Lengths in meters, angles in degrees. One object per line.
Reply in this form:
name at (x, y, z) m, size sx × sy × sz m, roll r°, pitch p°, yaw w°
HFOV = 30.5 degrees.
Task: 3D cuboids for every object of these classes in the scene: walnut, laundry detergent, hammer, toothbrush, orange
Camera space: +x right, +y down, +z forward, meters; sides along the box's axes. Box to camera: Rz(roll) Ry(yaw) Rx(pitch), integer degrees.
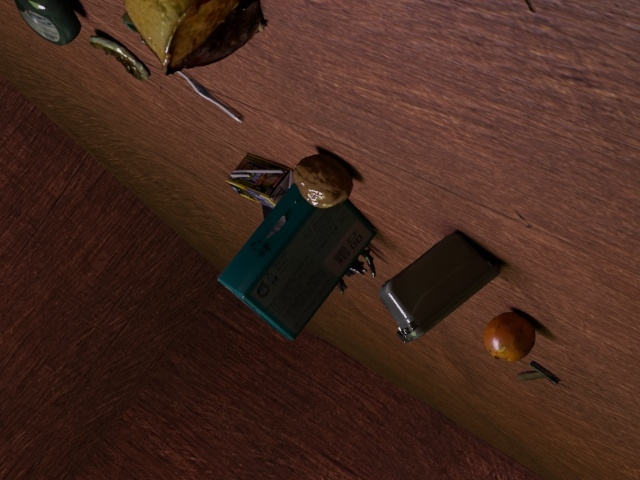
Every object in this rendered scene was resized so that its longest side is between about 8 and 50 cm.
walnut at (0.005, -0.091, 1.805) m, size 0.096 × 0.082 × 0.079 m, roll 31°, pitch -163°, yaw 27°
laundry detergent at (-0.482, -0.417, 1.995) m, size 0.144 × 0.078 × 0.221 m, roll 40°, pitch 172°, yaw 7°
hammer at (0.402, 0.255, 2.232) m, size 0.062 × 0.013 × 0.199 m, roll 37°, pitch 170°, yaw 2°
toothbrush at (-0.193, -0.248, 1.957) m, size 0.162 × 0.014 × 0.017 m, roll 36°, pitch 157°, yaw 3°
orange at (0.303, 0.155, 1.885) m, size 0.083 × 0.083 × 0.083 m, roll 36°, pitch 171°, yaw 7°

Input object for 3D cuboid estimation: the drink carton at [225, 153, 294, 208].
drink carton at (-0.103, -0.106, 2.138) m, size 0.056 × 0.071 × 0.166 m, roll 47°, pitch 166°, yaw -34°

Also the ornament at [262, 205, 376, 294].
ornament at (0.000, 0.000, 2.206) m, size 0.236 × 0.080 × 0.202 m, roll 24°, pitch -144°, yaw -36°

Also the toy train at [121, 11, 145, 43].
toy train at (-0.249, -0.315, 1.701) m, size 0.033 × 0.053 × 0.083 m, roll 32°, pitch 168°, yaw 27°

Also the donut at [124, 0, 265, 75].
donut at (-0.151, -0.266, 1.312) m, size 0.112 × 0.151 × 0.295 m, roll 46°, pitch 173°, yaw 7°

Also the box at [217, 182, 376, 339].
box at (-0.039, 0.026, 2.015) m, size 0.092 × 0.245 × 0.153 m, roll 29°, pitch 167°, yaw 50°

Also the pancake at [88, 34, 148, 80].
pancake at (-0.365, -0.335, 2.143) m, size 0.129 × 0.022 × 0.116 m, roll 34°, pitch 172°, yaw -13°

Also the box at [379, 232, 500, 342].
box at (0.166, 0.064, 1.721) m, size 0.093 × 0.172 × 0.124 m, roll 52°, pitch 170°, yaw 3°
